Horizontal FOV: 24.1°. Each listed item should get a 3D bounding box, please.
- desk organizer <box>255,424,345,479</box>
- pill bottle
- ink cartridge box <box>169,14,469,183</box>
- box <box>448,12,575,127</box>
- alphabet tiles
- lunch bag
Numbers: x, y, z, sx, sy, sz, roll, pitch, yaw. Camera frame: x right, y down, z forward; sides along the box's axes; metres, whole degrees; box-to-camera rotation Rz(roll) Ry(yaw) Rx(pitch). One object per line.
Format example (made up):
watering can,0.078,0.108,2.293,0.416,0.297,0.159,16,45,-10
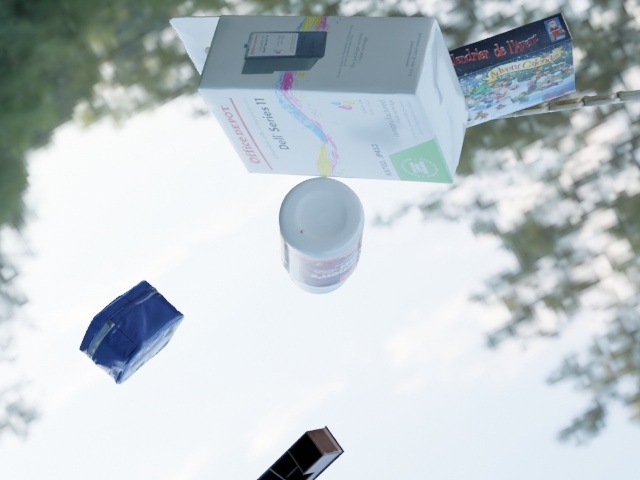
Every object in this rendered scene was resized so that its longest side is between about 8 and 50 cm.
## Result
desk organizer,-0.033,0.313,2.056,0.130,0.047,0.050,-47,156,24
pill bottle,0.000,0.000,2.157,0.121,0.121,0.221,-31,165,-10
ink cartridge box,-0.014,-0.175,1.860,0.353,0.207,0.119,4,-118,21
box,0.224,-0.214,2.013,0.233,0.044,0.159,-19,158,5
alphabet tiles,0.415,-0.230,2.527,0.284,0.021,0.278,-7,-176,10
lunch bag,-0.185,0.084,1.462,0.098,0.065,0.067,-41,169,-47
